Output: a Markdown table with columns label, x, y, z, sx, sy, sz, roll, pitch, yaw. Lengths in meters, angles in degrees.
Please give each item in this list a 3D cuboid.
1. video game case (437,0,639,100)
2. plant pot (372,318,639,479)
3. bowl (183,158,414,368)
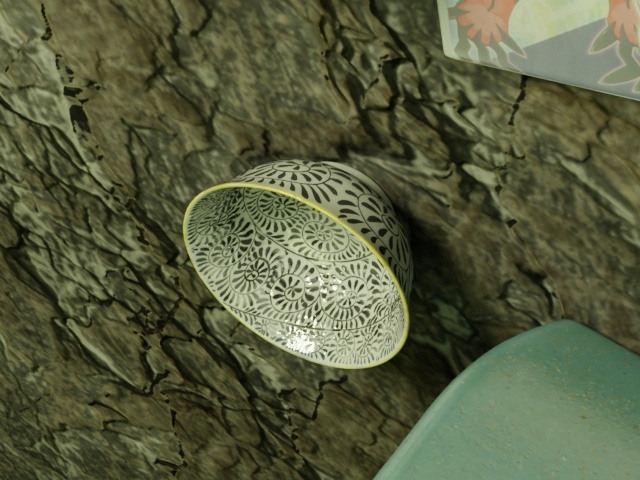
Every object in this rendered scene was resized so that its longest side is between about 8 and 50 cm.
| label | x | y | z | sx | sy | sz | roll | pitch | yaw |
| --- | --- | --- | --- | --- | --- | --- | --- | --- | --- |
| video game case | 0.140 | -0.161 | 1.023 | 0.183 | 0.023 | 0.201 | 16 | 141 | 26 |
| plant pot | 0.153 | 0.201 | 1.244 | 0.248 | 0.252 | 0.247 | 29 | 146 | 8 |
| bowl | 0.000 | 0.000 | 1.281 | 0.170 | 0.080 | 0.170 | 22 | 143 | 18 |
